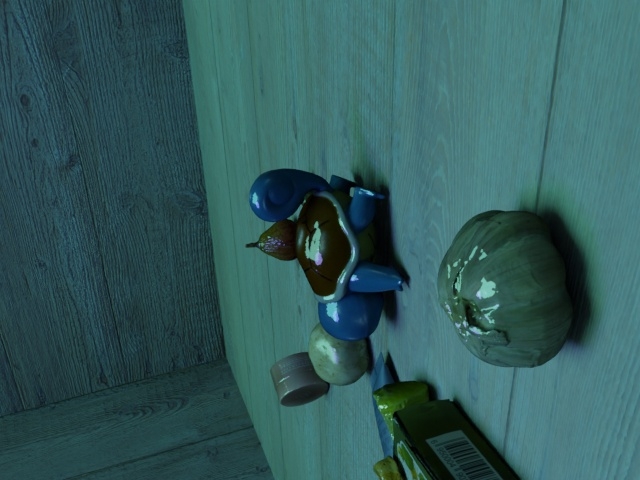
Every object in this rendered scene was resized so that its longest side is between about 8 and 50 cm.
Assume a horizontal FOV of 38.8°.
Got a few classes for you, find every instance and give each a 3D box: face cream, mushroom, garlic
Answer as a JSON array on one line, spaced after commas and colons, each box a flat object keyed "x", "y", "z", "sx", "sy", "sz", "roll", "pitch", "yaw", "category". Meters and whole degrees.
[{"x": 0.170, "y": 0.437, "z": 1.944, "sx": 0.136, "sy": 0.086, "sz": 0.385, "roll": 103, "pitch": 156, "yaw": -53, "category": "face cream"}, {"x": 0.047, "y": 0.263, "z": 2.166, "sx": 0.166, "sy": 0.127, "sz": 0.166, "roll": 31, "pitch": 134, "yaw": 38, "category": "mushroom"}, {"x": 0.242, "y": 0.069, "z": 1.220, "sx": 0.228, "sy": 0.152, "sz": 0.228, "roll": 168, "pitch": 90, "yaw": -81, "category": "garlic"}, {"x": -0.062, "y": 0.402, "z": 2.625, "sx": 0.149, "sy": 0.149, "sz": 0.104, "roll": 101, "pitch": 153, "yaw": -57, "category": "face cream"}]

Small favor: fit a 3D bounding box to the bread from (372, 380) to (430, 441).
[{"x": 0.168, "y": 0.336, "z": 1.802, "sx": 0.129, "sy": 0.111, "sz": 0.114, "roll": -78, "pitch": -27, "yaw": -82, "category": "bread"}]

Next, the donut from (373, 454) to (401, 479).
[{"x": 0.125, "y": 0.445, "z": 1.672, "sx": 0.067, "sy": 0.037, "sz": 0.083, "roll": -168, "pitch": 70, "yaw": -73, "category": "donut"}]

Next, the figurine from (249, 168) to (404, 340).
[{"x": 0.042, "y": 0.002, "z": 1.854, "sx": 0.416, "sy": 0.243, "sz": 0.298, "roll": 60, "pitch": 162, "yaw": -22, "category": "figurine"}]

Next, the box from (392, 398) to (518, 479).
[{"x": 0.258, "y": 0.552, "z": 1.601, "sx": 0.373, "sy": 0.138, "sz": 0.421, "roll": -130, "pitch": 30, "yaw": -59, "category": "box"}]

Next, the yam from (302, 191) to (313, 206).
[{"x": -0.008, "y": -0.051, "z": 2.212, "sx": 0.061, "sy": 0.061, "sz": 0.253, "roll": 101, "pitch": 151, "yaw": -57, "category": "yam"}]

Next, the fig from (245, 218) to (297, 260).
[{"x": -0.117, "y": -0.001, "z": 2.522, "sx": 0.119, "sy": 0.153, "sz": 0.119, "roll": 2, "pitch": 93, "yaw": 47, "category": "fig"}]
